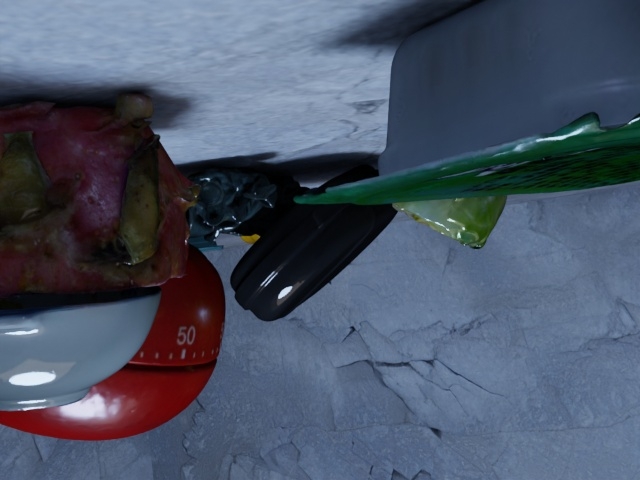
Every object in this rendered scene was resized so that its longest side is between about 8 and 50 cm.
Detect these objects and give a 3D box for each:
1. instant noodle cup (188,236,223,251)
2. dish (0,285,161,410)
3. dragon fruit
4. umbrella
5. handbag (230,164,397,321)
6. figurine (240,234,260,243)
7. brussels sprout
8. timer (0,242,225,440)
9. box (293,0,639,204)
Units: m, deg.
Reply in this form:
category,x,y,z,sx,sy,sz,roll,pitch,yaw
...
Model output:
category,x,y,z,sx,sy,sz,roll,pitch,yaw
instant noodle cup,-0.345,0.006,1.909,0.179,0.070,0.157,-10,178,39
dish,-0.238,0.080,0.606,0.227,0.086,0.236,1,-178,13
dragon fruit,-0.209,-0.035,0.600,0.211,0.147,0.282,3,-178,41
umbrella,-0.097,-0.047,1.066,0.143,0.094,0.349,-3,180,8
handbag,0.001,0.001,1.105,0.254,0.093,0.308,-45,174,30
figurine,-0.102,-0.005,1.492,0.249,0.141,0.166,-5,179,-40
brussels sprout,0.160,-0.071,0.971,0.151,0.122,0.149,30,-175,23
timer,-0.313,0.099,1.008,0.377,0.279,0.378,16,-179,0
box,0.181,-0.095,0.515,0.336,0.106,0.264,-5,176,-38
